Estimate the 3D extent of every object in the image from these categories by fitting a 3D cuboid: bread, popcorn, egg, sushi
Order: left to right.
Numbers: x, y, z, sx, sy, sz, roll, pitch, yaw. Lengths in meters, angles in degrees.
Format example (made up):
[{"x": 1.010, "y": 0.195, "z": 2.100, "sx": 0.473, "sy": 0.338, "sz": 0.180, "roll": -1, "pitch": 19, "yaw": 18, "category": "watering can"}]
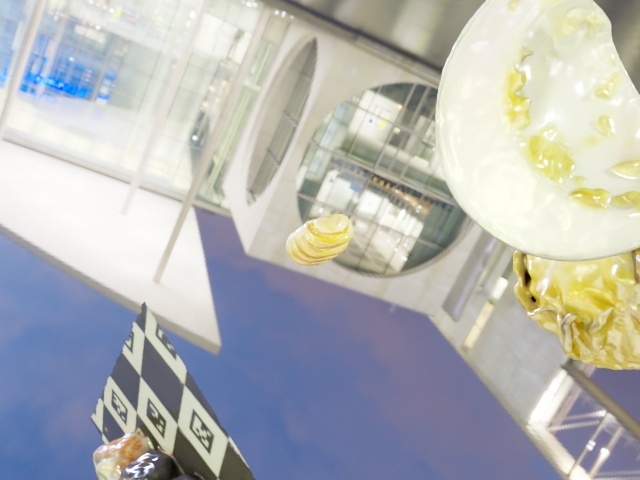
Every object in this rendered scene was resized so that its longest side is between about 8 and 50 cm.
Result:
[{"x": -0.139, "y": 0.272, "z": 0.629, "sx": 0.069, "sy": 0.320, "sz": 0.339, "roll": -24, "pitch": -108, "yaw": -38, "category": "sushi"}, {"x": 0.000, "y": 0.000, "z": 1.447, "sx": 0.119, "sy": 0.084, "sz": 0.177, "roll": -10, "pitch": 167, "yaw": -22, "category": "bread"}, {"x": 0.236, "y": -0.100, "z": 0.684, "sx": 0.271, "sy": 0.206, "sz": 0.162, "roll": 57, "pitch": -155, "yaw": 11, "category": "egg"}, {"x": 0.351, "y": 0.040, "z": 0.823, "sx": 0.190, "sy": 0.250, "sz": 0.250, "roll": -9, "pitch": -153, "yaw": -19, "category": "popcorn"}]
